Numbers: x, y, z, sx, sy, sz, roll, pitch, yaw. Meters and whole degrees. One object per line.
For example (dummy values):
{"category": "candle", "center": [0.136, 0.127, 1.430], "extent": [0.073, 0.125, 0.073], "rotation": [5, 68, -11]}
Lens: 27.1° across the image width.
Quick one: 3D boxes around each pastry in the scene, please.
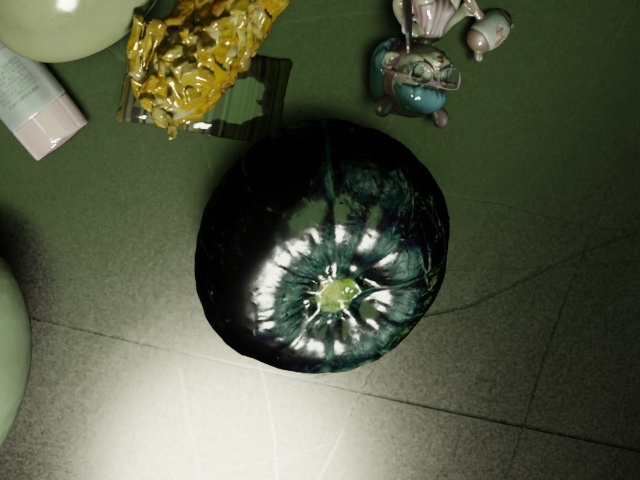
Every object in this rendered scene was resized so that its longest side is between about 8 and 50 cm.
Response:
{"category": "pastry", "center": [-0.134, -0.237, 1.537], "extent": [0.102, 0.154, 0.250], "rotation": [34, 76, 14]}

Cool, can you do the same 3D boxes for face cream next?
{"category": "face cream", "center": [-0.372, -0.196, 1.602], "extent": [0.084, 0.057, 0.198], "rotation": [-36, 103, 3]}

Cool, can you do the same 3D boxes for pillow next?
{"category": "pillow", "center": [-0.142, -0.184, 1.630], "extent": [0.203, 0.038, 0.113], "rotation": [10, 94, -6]}

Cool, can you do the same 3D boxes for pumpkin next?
{"category": "pumpkin", "center": [0.000, 0.000, 1.581], "extent": [0.315, 0.238, 0.315], "rotation": [-2, 118, -4]}

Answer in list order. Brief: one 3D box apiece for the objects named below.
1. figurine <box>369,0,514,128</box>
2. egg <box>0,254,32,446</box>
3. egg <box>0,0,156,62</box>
{"category": "figurine", "center": [0.142, -0.270, 1.618], "extent": [0.205, 0.103, 0.260], "rotation": [3, 100, -42]}
{"category": "egg", "center": [-0.476, 0.155, 1.556], "extent": [0.258, 0.258, 0.352], "rotation": [15, 102, -7]}
{"category": "egg", "center": [-0.280, -0.331, 1.502], "extent": [0.219, 0.219, 0.269], "rotation": [20, 103, -8]}
